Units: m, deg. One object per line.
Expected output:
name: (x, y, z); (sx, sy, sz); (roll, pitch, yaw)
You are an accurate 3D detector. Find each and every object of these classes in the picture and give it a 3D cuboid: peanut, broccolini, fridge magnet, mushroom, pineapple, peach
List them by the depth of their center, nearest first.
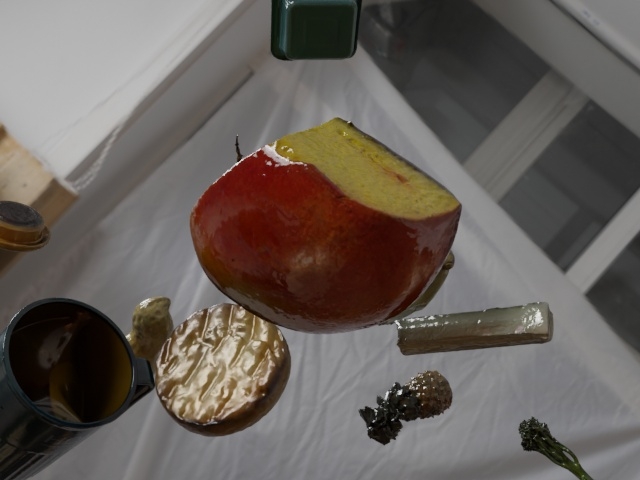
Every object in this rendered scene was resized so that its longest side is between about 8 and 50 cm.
broccolini: (0.321, 0.283, 0.913); (0.218, 0.042, 0.044); (37, 20, 28)
peach: (0.000, 0.000, 1.131); (0.380, 0.242, 0.306); (-31, -84, 39)
fridge magnet: (-0.568, -0.027, 1.455); (0.143, 0.063, 0.143); (21, 21, -9)
peanut: (-0.401, 0.232, 1.805); (0.101, 0.263, 0.117); (40, 28, 17)
pineapple: (0.195, 0.382, 1.813); (0.119, 0.237, 0.111); (50, -38, 34)
mushroom: (0.268, 0.140, 2.223); (0.087, 0.333, 0.107); (-2, 44, -41)

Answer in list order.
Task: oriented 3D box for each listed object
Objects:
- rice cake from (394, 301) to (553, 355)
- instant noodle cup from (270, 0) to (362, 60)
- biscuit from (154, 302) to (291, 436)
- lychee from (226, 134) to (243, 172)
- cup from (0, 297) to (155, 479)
rice cake: (0.221, 0.134, 1.173); (0.256, 0.057, 0.052); (-11, -26, 36)
instant noodle cup: (-0.004, -0.412, 1.515); (0.070, 0.179, 0.157); (-111, -159, -53)
biscuit: (-0.205, 0.276, 1.676); (0.296, 0.296, 0.102); (40, -19, 34)
lychee: (-0.136, -0.119, 1.565); (0.101, 0.114, 0.140); (-3, 69, -41)
cup: (-0.494, 0.267, 1.434); (0.242, 0.292, 0.308); (52, 32, 1)
